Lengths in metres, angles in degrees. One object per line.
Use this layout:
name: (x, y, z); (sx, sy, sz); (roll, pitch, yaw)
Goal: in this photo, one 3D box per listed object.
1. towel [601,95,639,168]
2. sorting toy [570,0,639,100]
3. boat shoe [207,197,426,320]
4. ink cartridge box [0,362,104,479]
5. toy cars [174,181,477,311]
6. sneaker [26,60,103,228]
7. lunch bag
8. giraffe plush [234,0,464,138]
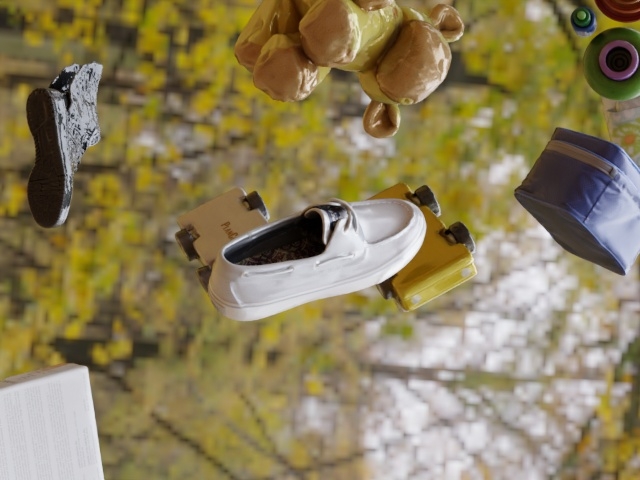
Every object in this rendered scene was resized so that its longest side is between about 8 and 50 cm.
towel: (0.533, -0.051, 2.278); (0.090, 0.320, 0.375); (-78, 151, -74)
sorting toy: (0.200, -0.148, 1.296); (0.042, 0.061, 0.102); (12, 83, -78)
boat shoe: (0.000, 0.000, 1.426); (0.063, 0.184, 0.066); (98, -31, -48)
ink cartridge box: (-0.284, 0.201, 1.723); (0.045, 0.179, 0.145); (3, -77, 55)
toy cars: (0.006, 0.023, 1.918); (0.176, 0.393, 0.087); (-53, 130, -41)
sneaker: (-0.255, -0.098, 1.933); (0.051, 0.089, 0.170); (-4, -91, 31)
lunch bag: (0.183, -0.028, 1.250); (0.067, 0.098, 0.065); (26, -102, 44)
giraffe plush: (0.042, -0.177, 1.679); (0.181, 0.170, 0.210); (-41, -153, 22)
